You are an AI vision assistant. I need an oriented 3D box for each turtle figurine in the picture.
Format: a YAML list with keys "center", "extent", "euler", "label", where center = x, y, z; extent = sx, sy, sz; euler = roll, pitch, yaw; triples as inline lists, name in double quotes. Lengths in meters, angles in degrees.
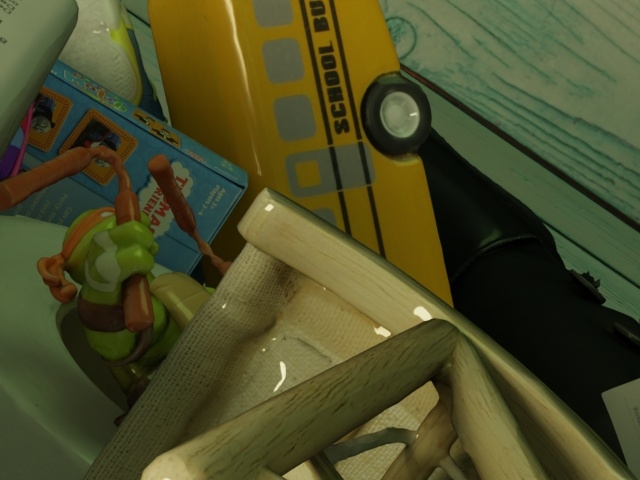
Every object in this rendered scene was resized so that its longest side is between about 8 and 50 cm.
- center: [-0.047, 0.057, 0.737]
  extent: [0.217, 0.087, 0.269]
  euler: [47, 3, 11]
  label: "turtle figurine"

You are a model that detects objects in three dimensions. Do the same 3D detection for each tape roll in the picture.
- center: [-0.089, 0.107, 0.863]
  extent: [0.286, 0.100, 0.286]
  euler: [31, 15, -9]
  label: "tape roll"

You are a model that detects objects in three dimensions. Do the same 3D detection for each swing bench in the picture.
- center: [-0.029, 0.153, 0.540]
  extent: [0.165, 0.253, 0.255]
  euler: [33, 15, -5]
  label: "swing bench"

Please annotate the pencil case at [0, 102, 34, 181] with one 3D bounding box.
- center: [-0.256, -0.065, 0.887]
  extent: [0.236, 0.104, 0.104]
  euler: [5, -2, 32]
  label: "pencil case"

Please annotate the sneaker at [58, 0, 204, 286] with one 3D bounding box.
- center: [-0.125, -0.046, 1.102]
  extent: [0.091, 0.240, 0.126]
  euler: [-5, -6, 29]
  label: "sneaker"

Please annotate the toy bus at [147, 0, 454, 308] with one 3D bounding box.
- center: [0.000, 0.000, 1.069]
  extent: [0.130, 0.333, 0.108]
  euler: [-12, 0, -32]
  label: "toy bus"

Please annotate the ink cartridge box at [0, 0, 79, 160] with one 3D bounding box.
- center: [-0.211, -0.036, 0.498]
  extent: [0.211, 0.121, 0.289]
  euler: [31, 22, -8]
  label: "ink cartridge box"

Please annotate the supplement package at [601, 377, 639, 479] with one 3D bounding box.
- center: [0.321, 0.198, 1.144]
  extent: [0.204, 0.145, 0.262]
  euler: [8, 62, -59]
  label: "supplement package"

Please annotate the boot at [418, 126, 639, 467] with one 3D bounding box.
- center: [0.153, 0.076, 1.444]
  extent: [0.367, 0.146, 0.445]
  euler: [21, 23, -35]
  label: "boot"

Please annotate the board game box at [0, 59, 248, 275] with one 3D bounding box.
- center: [-0.171, -0.023, 0.983]
  extent: [0.211, 0.160, 0.039]
  euler: [31, 14, -10]
  label: "board game box"
